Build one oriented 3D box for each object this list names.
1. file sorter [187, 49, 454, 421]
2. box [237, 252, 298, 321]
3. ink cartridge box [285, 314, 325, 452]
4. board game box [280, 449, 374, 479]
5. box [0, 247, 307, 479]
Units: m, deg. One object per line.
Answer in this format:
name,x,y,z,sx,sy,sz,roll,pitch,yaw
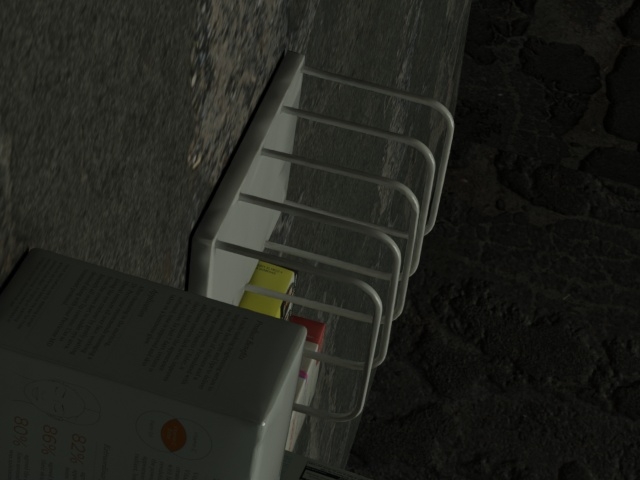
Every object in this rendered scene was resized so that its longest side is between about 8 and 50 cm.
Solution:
file sorter,0.000,0.000,1.646,0.278,0.173,0.193,-66,169,-46
box,-0.082,0.119,1.718,0.232,0.058,0.087,-67,170,-45
ink cartridge box,-0.054,0.190,2.053,0.198,0.067,0.115,-68,170,-49
board game box,-0.092,0.239,1.261,0.303,0.224,0.097,-55,161,-68
box,-0.107,0.099,1.042,0.091,0.170,0.130,-65,169,-52
